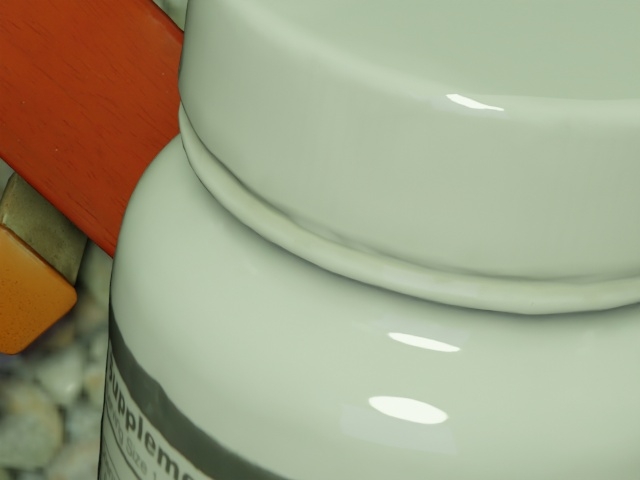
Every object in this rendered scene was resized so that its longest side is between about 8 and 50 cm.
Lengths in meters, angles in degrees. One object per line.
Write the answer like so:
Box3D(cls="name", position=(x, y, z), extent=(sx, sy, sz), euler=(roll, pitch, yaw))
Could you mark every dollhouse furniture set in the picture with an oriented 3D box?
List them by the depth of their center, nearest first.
Box3D(cls="dollhouse furniture set", position=(-0.111, -0.081, 0.642), extent=(0.262, 0.135, 0.259), euler=(-39, 116, 17))

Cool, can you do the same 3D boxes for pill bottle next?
Box3D(cls="pill bottle", position=(0.028, 0.073, 0.605), extent=(0.204, 0.204, 0.361), euler=(14, 123, 8))
